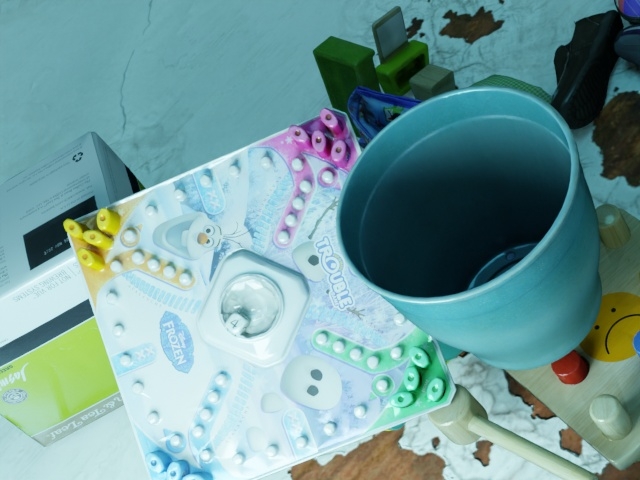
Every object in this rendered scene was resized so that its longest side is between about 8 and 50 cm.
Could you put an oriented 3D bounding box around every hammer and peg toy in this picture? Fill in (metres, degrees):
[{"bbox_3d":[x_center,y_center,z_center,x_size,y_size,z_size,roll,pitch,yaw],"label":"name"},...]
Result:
[{"bbox_3d":[0.323,0.151,1.456,0.361,0.127,0.266,-45,47,-4],"label":"hammer and peg toy"}]

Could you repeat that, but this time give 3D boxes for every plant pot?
[{"bbox_3d":[0.194,0.012,1.370,0.271,0.255,0.272,-17,50,22],"label":"plant pot"}]

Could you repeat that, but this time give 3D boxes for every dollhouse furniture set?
[{"bbox_3d":[0.173,-0.233,1.788,0.197,0.151,0.301,-40,42,-25],"label":"dollhouse furniture set"}]

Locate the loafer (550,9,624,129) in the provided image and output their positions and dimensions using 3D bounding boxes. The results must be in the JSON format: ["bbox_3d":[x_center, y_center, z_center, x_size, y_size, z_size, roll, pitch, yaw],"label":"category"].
[{"bbox_3d":[0.374,-0.244,1.773,0.078,0.080,0.220,4,48,36],"label":"loafer"}]

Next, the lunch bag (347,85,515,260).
[{"bbox_3d":[0.150,-0.081,1.667,0.138,0.221,0.293,-47,47,-10],"label":"lunch bag"}]

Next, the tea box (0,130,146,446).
[{"bbox_3d":[-0.362,0.079,1.763,0.329,0.323,0.220,-28,47,6],"label":"tea box"}]

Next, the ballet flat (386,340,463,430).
[{"bbox_3d":[0.129,0.146,1.610,0.231,0.077,0.077,-51,31,-11],"label":"ballet flat"}]

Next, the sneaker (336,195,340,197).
[{"bbox_3d":[0.000,0.000,1.671,0.410,0.158,0.182,-31,22,44],"label":"sneaker"}]

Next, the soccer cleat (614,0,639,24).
[{"bbox_3d":[0.482,-0.441,1.799,0.108,0.116,0.318,-4,44,26],"label":"soccer cleat"}]

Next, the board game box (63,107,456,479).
[{"bbox_3d":[-0.085,0.081,1.486,0.390,0.050,0.390,-23,78,8],"label":"board game box"}]

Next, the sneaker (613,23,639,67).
[{"bbox_3d":[0.492,-0.232,1.689,0.223,0.083,0.098,20,72,38],"label":"sneaker"}]
